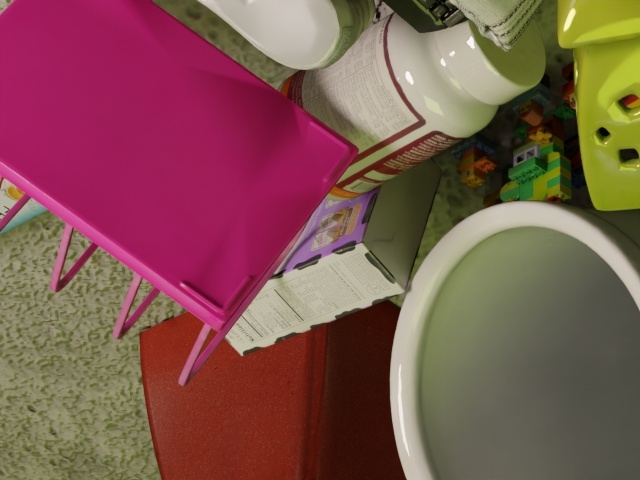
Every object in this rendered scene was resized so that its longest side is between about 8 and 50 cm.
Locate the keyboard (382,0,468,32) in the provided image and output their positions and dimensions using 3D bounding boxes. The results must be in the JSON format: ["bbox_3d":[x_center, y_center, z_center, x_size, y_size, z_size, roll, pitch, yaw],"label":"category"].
[{"bbox_3d":[0.052,-0.290,1.407,0.201,0.033,0.317,-37,122,25],"label":"keyboard"}]

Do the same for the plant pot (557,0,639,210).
[{"bbox_3d":[0.288,-0.179,1.439,0.228,0.227,0.207,-9,138,19],"label":"plant pot"}]

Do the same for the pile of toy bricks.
[{"bbox_3d":[0.199,-0.065,1.713,0.118,0.105,0.212,28,139,-32],"label":"pile of toy bricks"}]

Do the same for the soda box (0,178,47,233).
[{"bbox_3d":[-0.315,-0.044,1.835,0.183,0.058,0.063,-23,138,35],"label":"soda box"}]

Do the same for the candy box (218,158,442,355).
[{"bbox_3d":[0.000,0.000,1.767,0.196,0.165,0.070,-23,121,35],"label":"candy box"}]

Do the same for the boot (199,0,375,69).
[{"bbox_3d":[-0.071,-0.232,1.495,0.258,0.123,0.095,43,113,0],"label":"boot"}]

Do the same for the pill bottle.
[{"bbox_3d":[0.072,-0.126,1.619,0.121,0.121,0.221,30,138,-34],"label":"pill bottle"}]

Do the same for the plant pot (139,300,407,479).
[{"bbox_3d":[-0.019,0.213,2.035,0.267,0.236,0.267,-23,138,34],"label":"plant pot"}]

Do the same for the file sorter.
[{"bbox_3d":[-0.160,-0.050,1.594,0.290,0.202,0.182,36,149,3],"label":"file sorter"}]

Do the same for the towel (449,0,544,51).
[{"bbox_3d":[0.098,-0.325,1.181,0.324,0.312,0.056,35,175,-34],"label":"towel"}]

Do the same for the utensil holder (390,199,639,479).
[{"bbox_3d":[0.310,0.126,1.698,0.385,0.328,0.327,-2,155,-39],"label":"utensil holder"}]
